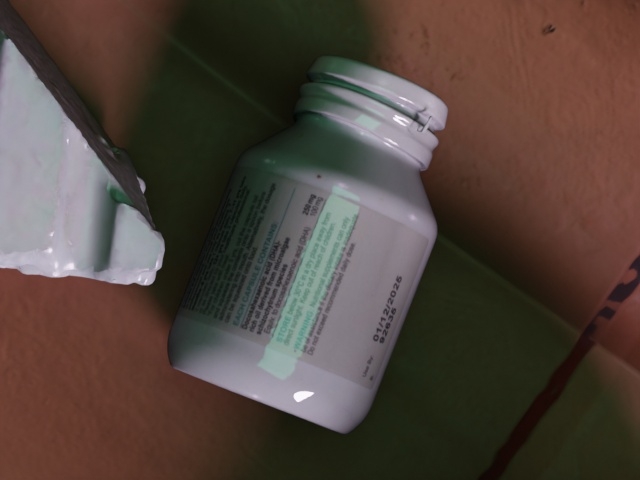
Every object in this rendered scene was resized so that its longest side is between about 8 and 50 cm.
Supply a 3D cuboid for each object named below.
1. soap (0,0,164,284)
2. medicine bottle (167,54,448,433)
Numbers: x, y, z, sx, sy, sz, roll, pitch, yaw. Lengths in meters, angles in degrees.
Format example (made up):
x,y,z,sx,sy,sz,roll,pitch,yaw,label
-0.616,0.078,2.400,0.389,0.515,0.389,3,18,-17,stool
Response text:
x,y,z,sx,sy,sz,roll,pitch,yaw,label
-0.208,-0.134,1.103,0.257,0.159,0.302,6,99,-6,soap
0.000,0.000,1.164,0.135,0.135,0.215,22,84,-8,medicine bottle
